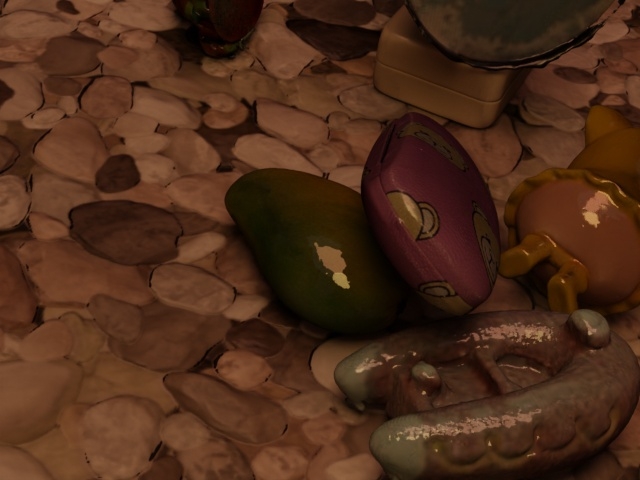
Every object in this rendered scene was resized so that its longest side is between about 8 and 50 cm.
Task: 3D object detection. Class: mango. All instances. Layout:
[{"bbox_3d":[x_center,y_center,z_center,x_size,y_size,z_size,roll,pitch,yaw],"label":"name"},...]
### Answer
[{"bbox_3d":[0.004,0.001,0.955,0.122,0.085,0.191,-12,48,-22],"label":"mango"}]

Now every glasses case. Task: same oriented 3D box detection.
[{"bbox_3d":[0.186,-0.251,1.284,0.144,0.076,0.336,23,43,14],"label":"glasses case"},{"bbox_3d":[0.090,-0.032,0.929,0.123,0.076,0.316,52,15,-9],"label":"glasses case"}]

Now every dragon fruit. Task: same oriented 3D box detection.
[{"bbox_3d":[-0.112,-0.269,1.232,0.142,0.138,0.175,6,13,-39],"label":"dragon fruit"}]

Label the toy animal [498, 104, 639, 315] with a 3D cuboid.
[{"bbox_3d":[0.243,-0.019,0.986,0.156,0.156,0.230,31,49,23],"label":"toy animal"}]

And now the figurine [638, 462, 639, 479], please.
[{"bbox_3d":[0.278,0.143,0.801,0.081,0.146,0.098,13,42,3],"label":"figurine"}]

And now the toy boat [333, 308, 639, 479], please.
[{"bbox_3d":[0.131,0.099,0.848,0.227,0.085,0.155,-6,28,-16],"label":"toy boat"}]

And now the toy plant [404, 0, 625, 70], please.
[{"bbox_3d":[0.173,-0.349,1.176,0.247,0.247,0.332,2,37,-9],"label":"toy plant"}]
